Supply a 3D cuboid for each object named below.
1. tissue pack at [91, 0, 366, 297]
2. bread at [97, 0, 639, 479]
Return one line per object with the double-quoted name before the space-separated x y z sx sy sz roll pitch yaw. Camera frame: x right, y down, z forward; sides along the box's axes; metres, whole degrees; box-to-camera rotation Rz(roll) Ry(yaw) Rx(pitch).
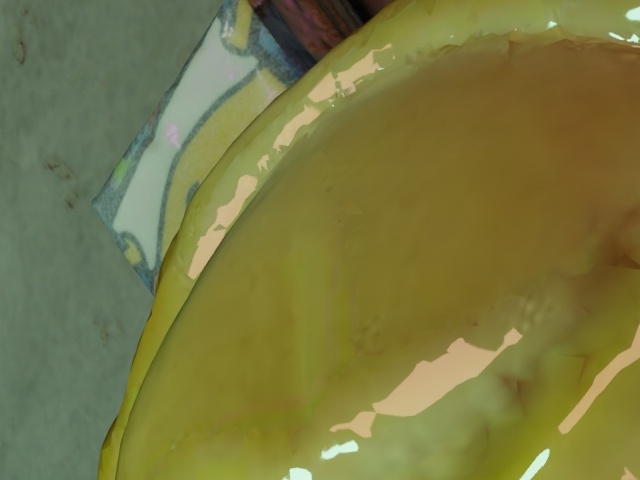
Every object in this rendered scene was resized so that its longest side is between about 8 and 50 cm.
"tissue pack" 0.000 0.000 0.696 0.155 0.065 0.115 54 126 25
"bread" 0.095 0.052 0.492 0.315 0.211 0.270 -30 116 36
